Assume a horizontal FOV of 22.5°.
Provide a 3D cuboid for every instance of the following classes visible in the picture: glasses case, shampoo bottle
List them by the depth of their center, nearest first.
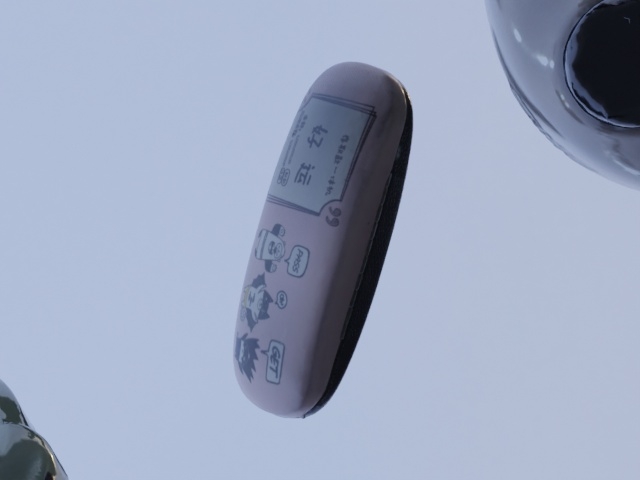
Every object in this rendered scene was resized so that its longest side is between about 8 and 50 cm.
[{"bbox_3d":[0.116,-0.067,0.623,0.127,0.078,0.257,49,-172,3],"label":"shampoo bottle"},{"bbox_3d":[0.000,0.000,1.392,0.075,0.122,0.314,13,-85,-45],"label":"glasses case"}]

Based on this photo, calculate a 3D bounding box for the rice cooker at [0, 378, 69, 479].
[{"bbox_3d":[-0.202,0.175,0.721,0.226,0.226,0.244,-48,-49,-44],"label":"rice cooker"}]
